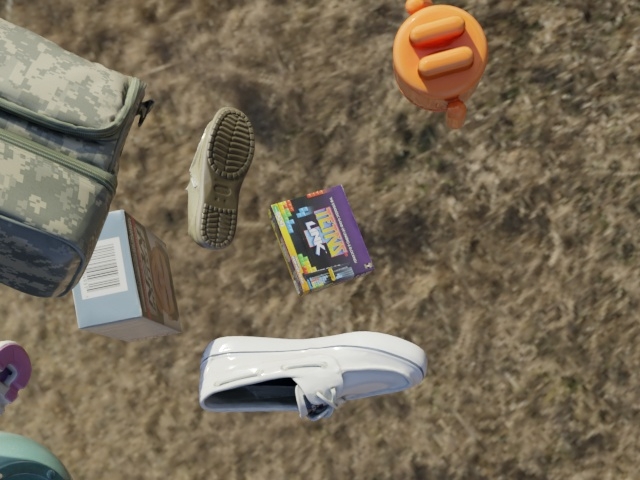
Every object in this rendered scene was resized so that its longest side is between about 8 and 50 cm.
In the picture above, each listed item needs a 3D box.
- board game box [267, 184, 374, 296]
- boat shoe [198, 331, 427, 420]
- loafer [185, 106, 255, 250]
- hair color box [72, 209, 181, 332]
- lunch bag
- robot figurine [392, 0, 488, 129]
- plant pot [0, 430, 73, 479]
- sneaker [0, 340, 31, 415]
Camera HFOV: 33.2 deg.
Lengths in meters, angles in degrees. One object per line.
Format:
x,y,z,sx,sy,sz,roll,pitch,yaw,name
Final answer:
0.000,0.000,1.929,0.048,0.141,0.170,124,126,-71,board game box
-0.009,0.162,1.204,0.258,0.084,0.095,-4,137,10,boat shoe
-0.190,-0.109,1.905,0.092,0.102,0.268,-13,61,52,loafer
-0.349,0.074,1.935,0.374,0.114,0.185,78,-179,-81,hair color box
-0.358,-0.116,1.161,0.305,0.256,0.212,22,153,-13,lunch bag
0.161,-0.246,1.462,0.158,0.128,0.219,37,180,5,robot figurine
-0.490,0.431,1.656,0.196,0.293,0.293,-21,96,51,plant pot
-0.465,0.220,1.336,0.105,0.236,0.095,14,151,31,sneaker
